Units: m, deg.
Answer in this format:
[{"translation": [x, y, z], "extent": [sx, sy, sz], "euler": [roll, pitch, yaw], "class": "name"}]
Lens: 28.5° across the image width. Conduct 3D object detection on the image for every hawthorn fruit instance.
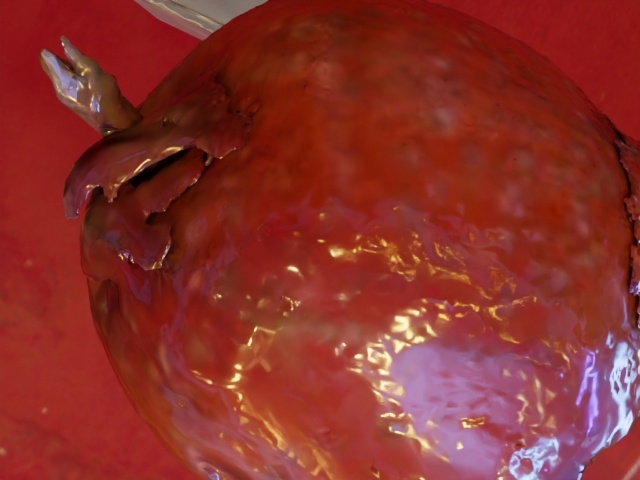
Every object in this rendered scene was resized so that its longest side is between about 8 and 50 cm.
[{"translation": [0.000, 0.000, 0.583], "extent": [0.307, 0.276, 0.276], "euler": [31, 126, -20], "class": "hawthorn fruit"}]

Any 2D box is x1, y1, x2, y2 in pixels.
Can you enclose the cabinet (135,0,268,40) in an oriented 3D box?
[{"translation": [-0.065, -0.288, 1.210], "extent": [0.150, 0.145, 0.206], "euler": [27, 92, 8], "class": "cabinet"}]
